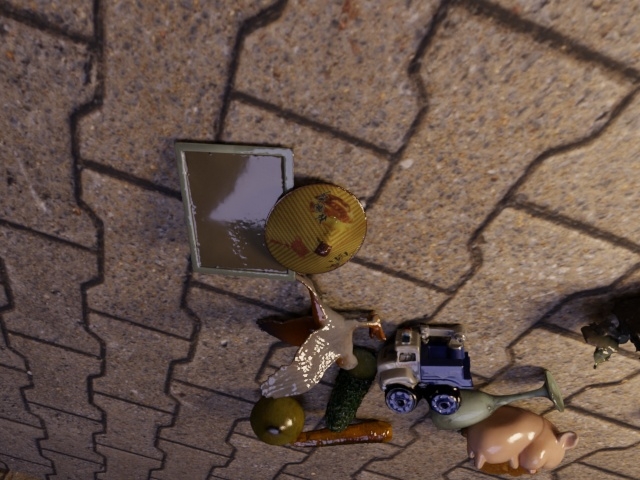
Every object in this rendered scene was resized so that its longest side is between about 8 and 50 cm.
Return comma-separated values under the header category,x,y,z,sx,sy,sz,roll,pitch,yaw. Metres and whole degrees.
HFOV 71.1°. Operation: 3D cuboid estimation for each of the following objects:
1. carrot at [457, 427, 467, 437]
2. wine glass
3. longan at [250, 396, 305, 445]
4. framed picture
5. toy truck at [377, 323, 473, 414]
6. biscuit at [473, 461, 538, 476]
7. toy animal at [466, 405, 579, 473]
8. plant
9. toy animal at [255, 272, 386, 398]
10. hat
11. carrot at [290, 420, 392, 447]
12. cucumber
category,x,y,z,sx,sy,sz,roll,pitch,yaw
carrot,0.468,0.553,1.294,0.142,0.035,0.035,-6,131,11
wine glass,0.384,0.336,1.105,0.310,0.096,0.264,-25,103,31
longan,-0.125,0.520,1.314,0.155,0.145,0.176,38,172,2
framed picture,-0.150,-0.048,0.828,0.218,0.017,0.274,6,120,6
toy truck,0.234,0.280,1.022,0.214,0.161,0.176,-3,112,15
biscuit,0.590,0.712,1.419,0.184,0.027,0.133,-24,124,31
toy animal,0.511,0.518,1.172,0.251,0.166,0.153,6,93,0
plant,0.611,0.179,0.850,0.203,0.131,0.142,-31,123,35
toy animal,-0.006,0.161,0.994,0.303,0.225,0.283,1,113,-7
hat,0.000,0.000,0.793,0.193,0.082,0.192,-6,120,-10
carrot,0.058,0.582,1.340,0.315,0.066,0.066,-3,133,-5
cucumber,0.075,0.422,1.206,0.097,0.096,0.359,11,134,1
